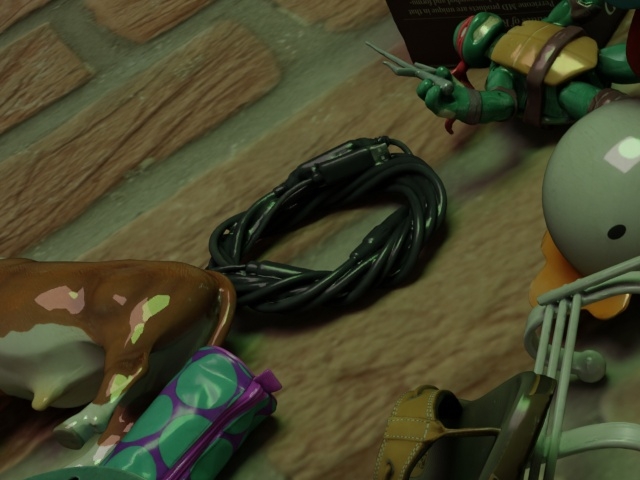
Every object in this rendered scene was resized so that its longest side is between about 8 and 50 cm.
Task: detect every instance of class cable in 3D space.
[{"bbox_3d":[0.000,0.000,1.027,0.184,0.047,0.150,-25,38,2],"label":"cable"}]

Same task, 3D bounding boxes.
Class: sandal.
[{"bbox_3d":[0.054,0.101,0.725,0.219,0.060,0.090,156,137,-78],"label":"sandal"}]

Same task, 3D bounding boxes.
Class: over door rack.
[{"bbox_3d":[0.211,0.069,0.655,0.324,0.108,0.239,-37,22,39],"label":"over door rack"}]

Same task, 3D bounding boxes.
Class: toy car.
[{"bbox_3d":[0.208,-0.038,0.820,0.238,0.219,0.210,-54,30,15],"label":"toy car"}]

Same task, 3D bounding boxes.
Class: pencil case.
[{"bbox_3d":[-0.091,0.134,0.885,0.070,0.064,0.151,-10,34,54],"label":"pencil case"}]

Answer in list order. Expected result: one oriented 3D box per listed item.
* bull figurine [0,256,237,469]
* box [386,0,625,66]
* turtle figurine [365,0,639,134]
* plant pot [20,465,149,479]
[{"bbox_3d":[-0.203,0.079,1.017,0.310,0.101,0.188,-7,43,34],"label":"bull figurine"},{"bbox_3d":[0.138,-0.263,1.125,0.167,0.203,0.168,3,45,39],"label":"box"},{"bbox_3d":[0.159,-0.130,1.008,0.234,0.118,0.175,24,76,32],"label":"turtle figurine"},{"bbox_3d":[-0.091,0.224,0.641,0.293,0.196,0.293,-19,34,14],"label":"plant pot"}]
